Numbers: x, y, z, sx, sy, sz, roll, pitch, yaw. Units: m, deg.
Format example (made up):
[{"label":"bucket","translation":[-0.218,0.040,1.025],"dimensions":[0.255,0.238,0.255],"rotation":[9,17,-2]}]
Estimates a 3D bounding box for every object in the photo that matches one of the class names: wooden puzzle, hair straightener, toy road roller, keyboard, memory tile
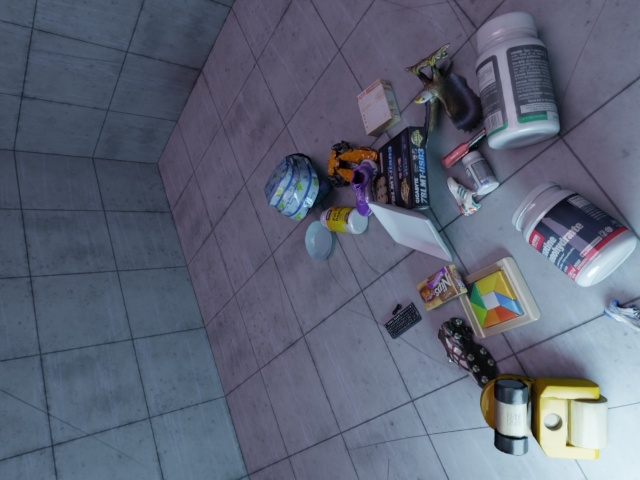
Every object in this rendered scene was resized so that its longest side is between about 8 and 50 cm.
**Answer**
[{"label":"wooden puzzle","translation":[0.584,0.198,1.498],"dimensions":[0.238,0.044,0.221],"rotation":[-37,64,43]},{"label":"hair straightener","translation":[0.520,-0.339,1.517],"dimensions":[0.047,0.089,0.230],"rotation":[52,125,15]},{"label":"toy road roller","translation":[0.659,0.506,1.346],"dimensions":[0.329,0.240,0.202],"rotation":[0,91,11]},{"label":"keyboard","translation":[0.327,0.319,1.812],"dimensions":[0.180,0.023,0.108],"rotation":[-49,57,37]},{"label":"memory tile","translation":[0.248,-0.177,1.795],"dimensions":[0.113,0.012,0.148],"rotation":[143,122,-76]}]

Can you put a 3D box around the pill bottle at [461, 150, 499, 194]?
[{"label":"pill bottle","translation":[0.540,-0.231,1.507],"dimensions":[0.078,0.078,0.137],"rotation":[-39,63,42]}]

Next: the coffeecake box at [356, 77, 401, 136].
[{"label":"coffeecake box","translation":[0.240,-0.551,1.844],"dimensions":[0.142,0.068,0.185],"rotation":[-27,71,46]}]

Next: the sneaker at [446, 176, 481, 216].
[{"label":"sneaker","translation":[0.511,-0.167,1.570],"dimensions":[0.075,0.057,0.161],"rotation":[-32,66,27]}]

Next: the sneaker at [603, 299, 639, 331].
[{"label":"sneaker","translation":[0.845,0.205,1.198],"dimensions":[0.135,0.052,0.058],"rotation":[31,110,43]}]

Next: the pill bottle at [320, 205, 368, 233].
[{"label":"pill bottle","translation":[0.100,-0.094,1.983],"dimensions":[0.215,0.117,0.117],"rotation":[7,97,48]}]

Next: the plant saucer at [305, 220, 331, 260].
[{"label":"plant saucer","translation":[0.000,0.000,2.161],"dimensions":[0.195,0.037,0.195],"rotation":[1,91,49]}]

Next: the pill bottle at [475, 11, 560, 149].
[{"label":"pill bottle","translation":[0.588,-0.478,1.348],"dimensions":[0.204,0.204,0.361],"rotation":[-12,82,48]}]

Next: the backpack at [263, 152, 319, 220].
[{"label":"backpack","translation":[-0.135,-0.243,2.077],"dimensions":[0.290,0.273,0.355],"rotation":[-51,42,18]}]

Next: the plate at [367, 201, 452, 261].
[{"label":"plate","translation":[0.339,-0.044,1.643],"dimensions":[0.277,0.278,0.045],"rotation":[22,72,46]}]

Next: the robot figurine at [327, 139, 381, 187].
[{"label":"robot figurine","translation":[0.143,-0.327,1.952],"dimensions":[0.291,0.085,0.211],"rotation":[19,105,46]}]

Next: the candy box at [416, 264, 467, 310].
[{"label":"candy box","translation":[0.441,0.176,1.626],"dimensions":[0.187,0.053,0.109],"rotation":[-50,55,55]}]

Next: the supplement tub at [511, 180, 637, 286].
[{"label":"supplement tub","translation":[0.702,-0.022,1.244],"dimensions":[0.272,0.191,0.191],"rotation":[51,127,34]}]

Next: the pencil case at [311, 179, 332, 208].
[{"label":"pencil case","translation":[-0.008,-0.224,2.137],"dimensions":[0.152,0.070,0.064],"rotation":[-47,58,38]}]

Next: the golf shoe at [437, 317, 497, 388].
[{"label":"golf shoe","translation":[0.515,0.407,1.562],"dimensions":[0.273,0.105,0.120],"rotation":[63,151,32]}]

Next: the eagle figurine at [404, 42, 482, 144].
[{"label":"eagle figurine","translation":[0.421,-0.509,1.588],"dimensions":[0.298,0.225,0.226],"rotation":[61,-176,-12]}]

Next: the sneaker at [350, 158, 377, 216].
[{"label":"sneaker","translation":[0.168,-0.209,1.816],"dimensions":[0.095,0.104,0.236],"rotation":[14,115,34]}]

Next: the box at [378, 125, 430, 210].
[{"label":"box","translation":[0.311,-0.246,1.684],"dimensions":[0.293,0.073,0.295],"rotation":[165,102,-75]}]
